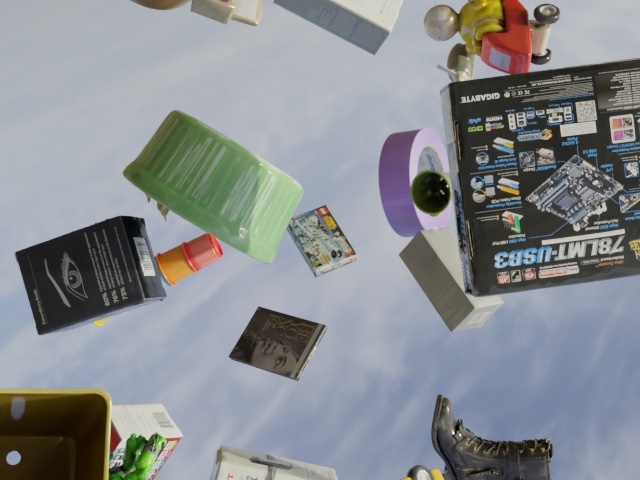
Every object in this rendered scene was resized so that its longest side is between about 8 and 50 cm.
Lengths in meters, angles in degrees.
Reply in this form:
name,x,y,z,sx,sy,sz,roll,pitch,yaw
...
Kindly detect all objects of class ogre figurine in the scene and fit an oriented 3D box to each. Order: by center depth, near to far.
name,x,y,z,sx,sy,sz,roll,pitch,yaw
ogre figurine,-0.375,0.425,1.618,0.197,0.097,0.118,-5,-140,-3

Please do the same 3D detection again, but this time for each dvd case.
name,x,y,z,sx,sy,sz,roll,pitch,yaw
dvd case,-0.110,0.262,2.293,0.221,0.018,0.164,13,-121,32

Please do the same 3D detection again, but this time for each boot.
name,x,y,z,sx,sy,sz,roll,pitch,yaw
boot,0.350,0.415,1.788,0.229,0.263,0.091,-8,-159,19

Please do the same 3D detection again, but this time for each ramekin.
name,x,y,z,sx,sy,sz,roll,pitch,yaw
ramekin,-0.177,-0.099,1.552,0.148,0.303,0.303,-58,-153,1

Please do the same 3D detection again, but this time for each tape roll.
name,x,y,z,sx,sy,sz,roll,pitch,yaw
tape roll,0.248,-0.147,2.285,0.090,0.275,0.275,-4,-148,30

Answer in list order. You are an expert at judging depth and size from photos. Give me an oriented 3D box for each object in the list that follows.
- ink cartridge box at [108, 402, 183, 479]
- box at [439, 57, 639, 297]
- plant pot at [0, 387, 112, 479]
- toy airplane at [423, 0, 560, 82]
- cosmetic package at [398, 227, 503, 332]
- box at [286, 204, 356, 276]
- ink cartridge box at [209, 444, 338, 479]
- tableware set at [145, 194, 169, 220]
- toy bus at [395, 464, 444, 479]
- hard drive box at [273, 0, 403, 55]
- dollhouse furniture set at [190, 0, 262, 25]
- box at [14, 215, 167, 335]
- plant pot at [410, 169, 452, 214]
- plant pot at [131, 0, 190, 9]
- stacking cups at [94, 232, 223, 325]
name,x,y,z,sx,sy,sz,roll,pitch,yaw
ink cartridge box,-0.553,0.572,2.279,0.130,0.272,0.309,47,-68,35
box,0.328,-0.086,1.219,0.295,0.293,0.073,-8,-176,-3
plant pot,-0.326,0.266,0.914,0.212,0.212,0.187,2,165,-12
toy airplane,0.369,-0.560,2.142,0.272,0.386,0.384,-14,-174,-10
cosmetic package,0.306,0.088,2.100,0.127,0.238,0.107,-3,140,-44
box,0.000,0.000,1.790,0.094,0.027,0.137,-22,-120,-16
ink cartridge box,-0.115,0.583,1.954,0.272,0.197,0.114,14,-176,-7
tableware set,-0.356,-0.139,2.024,0.020,0.169,0.141,5,-141,-37
toy bus,0.064,0.426,1.288,0.332,0.130,0.108,0,150,-48
hard drive box,0.049,-0.509,1.781,0.089,0.232,0.181,-47,-161,61
dollhouse furniture set,-0.068,-0.550,1.485,0.303,0.198,0.286,133,-34,-60
box,-0.392,0.060,1.528,0.207,0.153,0.108,-17,175,10
plant pot,0.222,-0.097,1.661,0.083,0.083,0.079,-7,-171,35
plant pot,-0.136,-0.365,0.927,0.254,0.237,0.237,-43,-176,47
stacking cups,-0.365,0.071,1.922,0.316,0.096,0.096,-29,-157,6
